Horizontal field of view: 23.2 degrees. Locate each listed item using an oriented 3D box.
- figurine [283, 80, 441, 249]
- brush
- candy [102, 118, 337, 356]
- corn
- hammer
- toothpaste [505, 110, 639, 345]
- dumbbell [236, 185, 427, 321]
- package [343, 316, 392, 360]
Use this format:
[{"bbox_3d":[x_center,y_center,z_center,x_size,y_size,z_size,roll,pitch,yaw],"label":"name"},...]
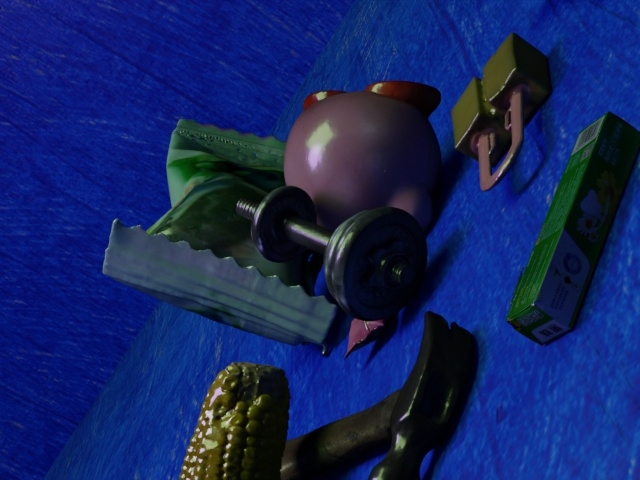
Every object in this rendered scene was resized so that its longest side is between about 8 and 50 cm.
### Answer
[{"bbox_3d":[0.044,-0.073,1.613,0.173,0.173,0.173,-56,10,15],"label":"figurine"},{"bbox_3d":[0.167,-0.105,1.428,0.103,0.047,0.233,-54,12,24],"label":"brush"},{"bbox_3d":[-0.081,-0.031,1.797,0.398,0.263,0.172,-73,5,-55],"label":"candy"},{"bbox_3d":[-0.083,0.234,1.361,0.097,0.097,0.261,-145,68,-80],"label":"corn"},{"bbox_3d":[0.011,0.176,1.348,0.168,0.044,0.440,-64,11,-25],"label":"hammer"},{"bbox_3d":[0.181,-0.011,1.102,0.043,0.037,0.178,-36,24,57],"label":"toothpaste"},{"bbox_3d":[0.000,0.000,1.503,0.254,0.110,0.110,22,79,47],"label":"dumbbell"},{"bbox_3d":[0.050,0.078,1.503,0.059,0.029,0.083,-45,11,34],"label":"package"}]
